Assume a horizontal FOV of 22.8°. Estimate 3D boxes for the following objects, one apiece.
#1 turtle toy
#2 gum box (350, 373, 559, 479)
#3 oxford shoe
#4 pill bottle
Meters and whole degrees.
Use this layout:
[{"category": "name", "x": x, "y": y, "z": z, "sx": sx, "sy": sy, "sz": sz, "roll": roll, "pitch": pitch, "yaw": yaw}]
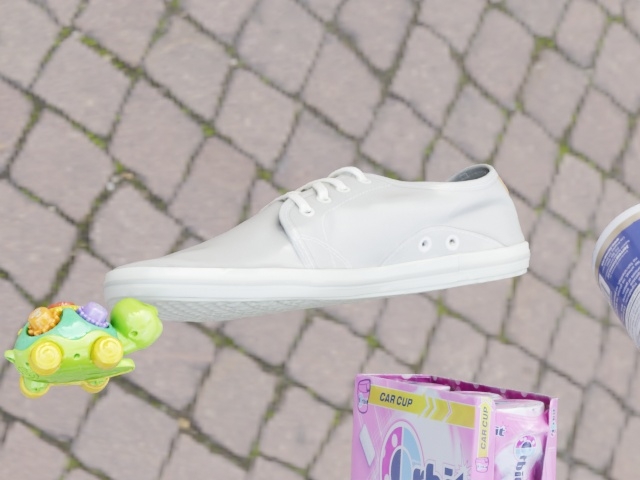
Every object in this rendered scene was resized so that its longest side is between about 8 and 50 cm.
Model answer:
[{"category": "turtle toy", "x": -0.190, "y": 0.082, "z": 1.282, "sx": 0.130, "sy": 0.095, "sz": 0.066, "roll": -5, "pitch": 71, "yaw": -20}, {"category": "gum box", "x": 0.084, "y": 0.146, "z": 1.022, "sx": 0.062, "sy": 0.188, "sz": 0.107, "roll": 3, "pitch": 89, "yaw": -22}, {"category": "oxford shoe", "x": 0.000, "y": 0.000, "z": 1.487, "sx": 0.449, "sy": 0.169, "sz": 0.130, "roll": -8, "pitch": 89, "yaw": -31}, {"category": "pill bottle", "x": 0.267, "y": 0.053, "z": 1.132, "sx": 0.094, "sy": 0.169, "sz": 0.094, "roll": -9, "pitch": 128, "yaw": -12}]
